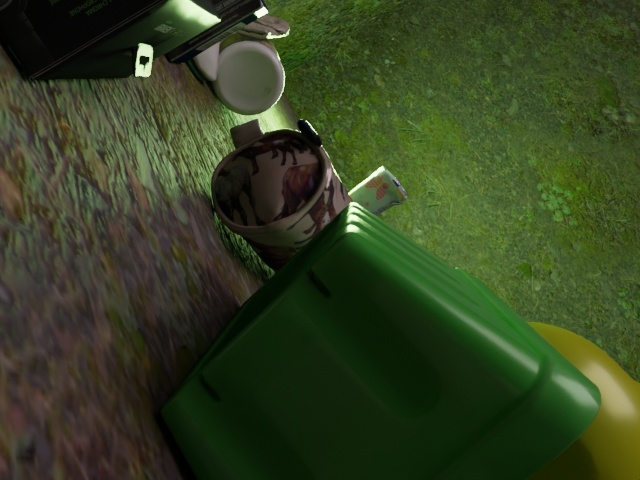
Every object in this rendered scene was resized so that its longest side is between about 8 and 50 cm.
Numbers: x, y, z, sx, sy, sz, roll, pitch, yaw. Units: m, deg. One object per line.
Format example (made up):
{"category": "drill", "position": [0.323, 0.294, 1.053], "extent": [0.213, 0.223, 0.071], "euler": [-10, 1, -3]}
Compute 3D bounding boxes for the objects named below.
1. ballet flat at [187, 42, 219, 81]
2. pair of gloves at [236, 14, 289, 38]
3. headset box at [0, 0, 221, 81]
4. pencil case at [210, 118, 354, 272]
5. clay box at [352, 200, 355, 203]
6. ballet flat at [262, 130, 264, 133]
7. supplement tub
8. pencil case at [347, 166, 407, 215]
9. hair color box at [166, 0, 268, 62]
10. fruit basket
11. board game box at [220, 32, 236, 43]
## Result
{"category": "ballet flat", "position": [-0.256, -0.490, 1.104], "extent": [0.400, 0.139, 0.139], "euler": [62, 6, 2]}
{"category": "pair of gloves", "position": [-0.184, -0.465, 1.255], "extent": [0.240, 0.042, 0.204], "euler": [20, 23, 9]}
{"category": "headset box", "position": [-0.213, -0.275, 0.513], "extent": [0.283, 0.131, 0.246], "euler": [60, 6, -15]}
{"category": "pencil case", "position": [0.000, 0.000, 0.898], "extent": [0.410, 0.160, 0.183], "euler": [52, 26, -55]}
{"category": "clay box", "position": [0.004, -0.120, 1.565], "extent": [0.127, 0.053, 0.222], "euler": [15, -22, 51]}
{"category": "ballet flat", "position": [-0.139, -0.224, 1.334], "extent": [0.041, 0.041, 0.114], "euler": [63, 6, 11]}
{"category": "supplement tub", "position": [-0.152, -0.353, 1.262], "extent": [0.144, 0.144, 0.199], "euler": [58, 7, -27]}
{"category": "pencil case", "position": [0.128, -0.102, 1.838], "extent": [0.124, 0.273, 0.113], "euler": [50, 13, -13]}
{"category": "hair color box", "position": [-0.242, -0.471, 0.931], "extent": [0.347, 0.174, 0.105], "euler": [60, 8, -13]}
{"category": "fruit basket", "position": [0.103, 0.147, 0.503], "extent": [0.392, 0.283, 0.392], "euler": [46, 7, -8]}
{"category": "board game box", "position": [-0.303, -0.651, 1.700], "extent": [0.318, 0.066, 0.318], "euler": [58, 7, -27]}
